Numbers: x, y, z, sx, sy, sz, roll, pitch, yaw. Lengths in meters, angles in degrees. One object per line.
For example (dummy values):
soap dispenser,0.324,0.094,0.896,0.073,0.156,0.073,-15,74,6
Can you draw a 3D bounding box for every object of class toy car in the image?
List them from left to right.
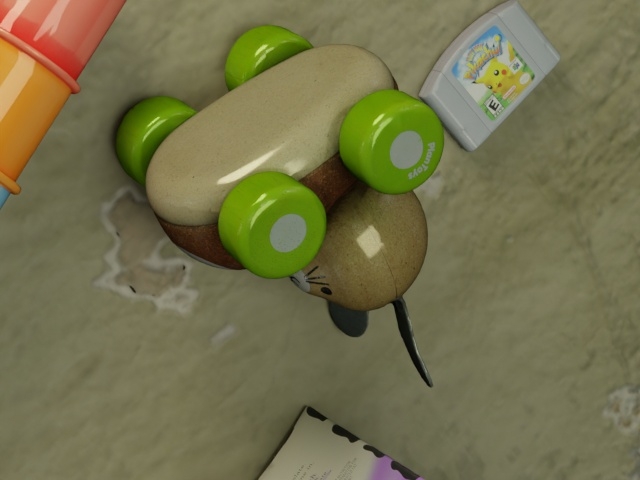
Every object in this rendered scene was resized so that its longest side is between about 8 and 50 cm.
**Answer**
toy car,0.000,0.000,1.095,0.149,0.155,0.188,-35,125,-14

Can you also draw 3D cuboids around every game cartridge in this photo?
game cartridge,0.100,-0.100,1.184,0.083,0.017,0.056,-47,111,-9

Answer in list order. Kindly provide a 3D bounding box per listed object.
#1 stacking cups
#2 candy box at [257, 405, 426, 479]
stacking cups,-0.201,-0.015,1.028,0.096,0.096,0.316,39,81,-26
candy box,0.010,0.199,1.103,0.070,0.196,0.165,36,85,-27
